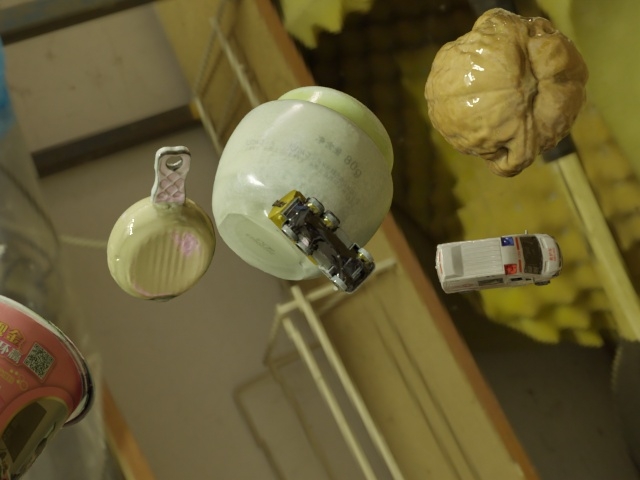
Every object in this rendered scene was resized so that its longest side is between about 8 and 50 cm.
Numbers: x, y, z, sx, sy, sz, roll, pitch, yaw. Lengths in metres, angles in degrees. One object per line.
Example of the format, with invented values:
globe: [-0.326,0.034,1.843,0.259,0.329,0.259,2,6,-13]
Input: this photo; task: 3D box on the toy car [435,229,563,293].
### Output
toy car: [0.295,0.033,1.848,0.108,0.209,0.089,48,-143,-73]

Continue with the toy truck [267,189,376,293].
toy truck: [0.000,0.000,1.212,0.123,0.052,0.063,46,170,-14]

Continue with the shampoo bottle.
shampoo bottle: [-0.032,-0.101,2.052,0.322,0.317,0.322,17,139,15]

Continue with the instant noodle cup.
instant noodle cup: [-0.411,0.217,1.245,0.255,0.243,0.244,-66,-24,-49]

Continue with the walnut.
walnut: [0.266,-0.213,1.620,0.257,0.224,0.257,173,90,-83]

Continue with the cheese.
cheese: [-0.192,-0.022,1.383,0.064,0.137,0.227,-120,32,-41]
